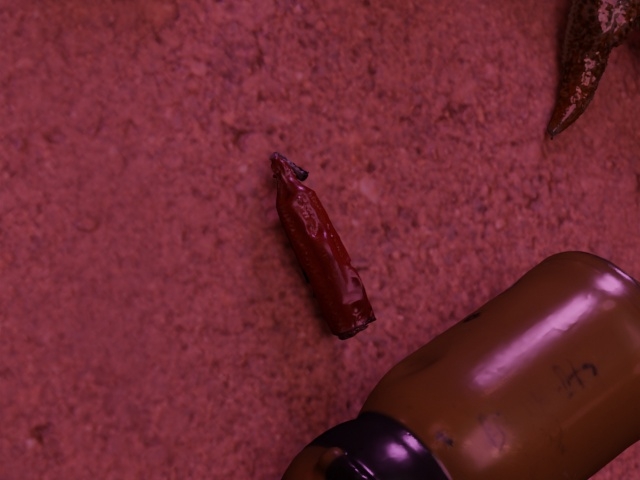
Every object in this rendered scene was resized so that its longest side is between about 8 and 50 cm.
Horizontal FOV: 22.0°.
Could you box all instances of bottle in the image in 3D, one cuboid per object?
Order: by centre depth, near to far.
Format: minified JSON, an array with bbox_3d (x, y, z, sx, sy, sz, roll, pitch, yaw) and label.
[{"bbox_3d":[0.116,0.158,1.317,0.351,0.171,0.171,-31,97,-28],"label":"bottle"}]

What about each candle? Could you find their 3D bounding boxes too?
[{"bbox_3d":[0.000,0.000,1.342,0.048,0.053,0.162,-26,93,-36],"label":"candle"}]

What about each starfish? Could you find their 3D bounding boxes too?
[{"bbox_3d":[0.264,-0.255,1.528,0.358,0.078,0.347,16,77,-27],"label":"starfish"}]
